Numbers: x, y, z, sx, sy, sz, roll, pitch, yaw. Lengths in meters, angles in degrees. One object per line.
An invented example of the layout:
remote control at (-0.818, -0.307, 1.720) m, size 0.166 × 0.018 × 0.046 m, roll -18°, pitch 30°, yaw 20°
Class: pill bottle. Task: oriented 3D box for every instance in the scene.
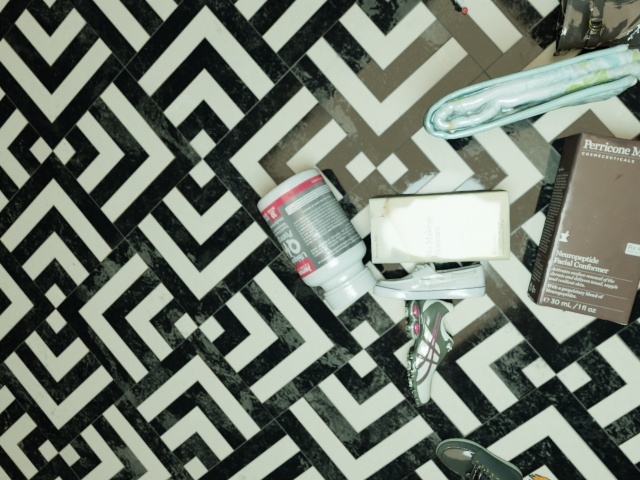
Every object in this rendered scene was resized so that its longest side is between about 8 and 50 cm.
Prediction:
pill bottle at (0.000, 0.000, 1.213) m, size 0.176 × 0.176 × 0.319 m, roll -33°, pitch 89°, yaw 15°

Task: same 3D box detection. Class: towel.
towel at (0.396, -0.279, 1.012) m, size 0.374 × 0.320 × 0.090 m, roll -12°, pitch 96°, yaw 14°

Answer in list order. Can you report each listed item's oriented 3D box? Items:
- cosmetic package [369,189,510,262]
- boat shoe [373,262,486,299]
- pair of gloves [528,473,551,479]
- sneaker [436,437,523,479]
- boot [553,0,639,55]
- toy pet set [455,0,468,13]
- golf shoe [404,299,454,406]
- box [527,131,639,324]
cosmetic package at (0.276, -0.033, 1.179) m, size 0.309 × 0.113 × 0.160 m, roll -3°, pitch 97°, yaw 12°
boat shoe at (0.261, 0.094, 1.208) m, size 0.267 × 0.096 × 0.088 m, roll -2°, pitch 93°, yaw 12°
pair of gloves at (0.547, 0.628, 1.253) m, size 0.074 × 0.010 × 0.083 m, roll 24°, pitch 103°, yaw 9°
sneaker at (0.394, 0.568, 1.225) m, size 0.222 × 0.118 × 0.083 m, roll 19°, pitch 101°, yaw 10°
boot at (0.623, -0.514, 1.046) m, size 0.228 × 0.091 × 0.263 m, roll 11°, pitch 102°, yaw 11°
toy pet set at (0.337, -0.597, 1.115) m, size 0.122 × 0.065 × 0.114 m, roll -39°, pitch 87°, yaw 14°
golf shoe at (0.269, 0.277, 1.227) m, size 0.120 × 0.105 × 0.273 m, roll -1°, pitch 97°, yaw 6°
box at (0.602, -0.029, 1.091) m, size 0.191 × 0.143 × 0.382 m, roll 12°, pitch 98°, yaw 12°
